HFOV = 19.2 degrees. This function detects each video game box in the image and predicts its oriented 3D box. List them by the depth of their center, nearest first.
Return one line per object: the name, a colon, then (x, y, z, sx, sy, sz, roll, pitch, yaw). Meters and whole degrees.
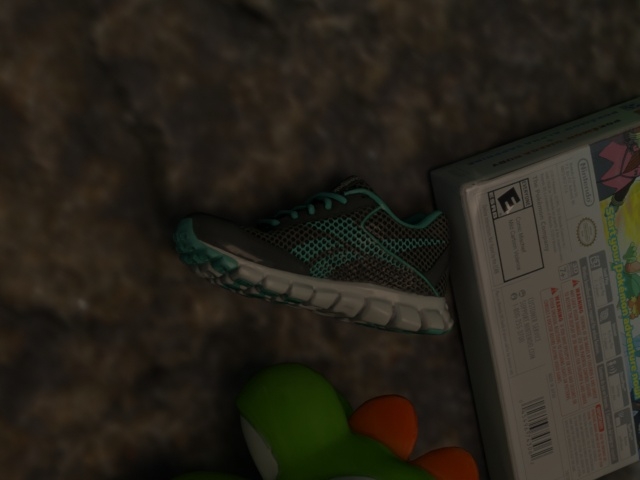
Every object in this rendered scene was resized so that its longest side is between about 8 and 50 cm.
video game box: (0.168, 0.028, 1.078, 0.187, 0.048, 0.205, -19, 112, -16)

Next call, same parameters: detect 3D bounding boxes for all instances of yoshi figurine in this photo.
yoshi figurine: (0.003, 0.243, 0.943, 0.203, 0.362, 0.203, -8, 149, -26)

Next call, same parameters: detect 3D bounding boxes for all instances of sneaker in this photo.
sneaker: (0.000, 0.000, 0.995, 0.166, 0.065, 0.076, 15, 82, -30)
